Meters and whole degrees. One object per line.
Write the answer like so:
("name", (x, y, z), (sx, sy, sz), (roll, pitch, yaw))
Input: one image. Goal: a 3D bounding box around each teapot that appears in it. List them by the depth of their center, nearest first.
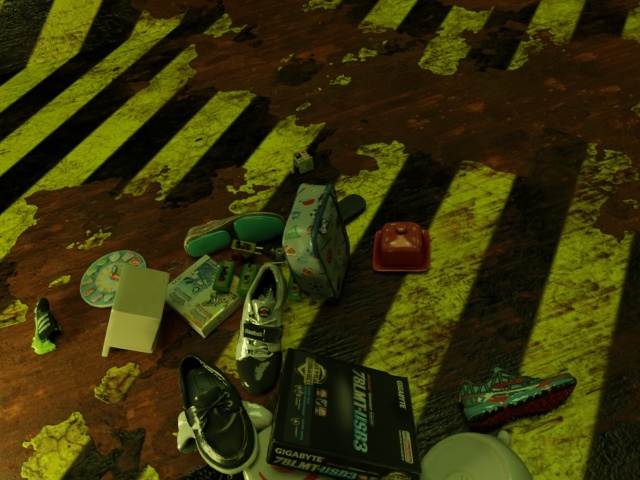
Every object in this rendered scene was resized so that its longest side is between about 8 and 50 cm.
("teapot", (0.312, 0.511, 1.103), (0.256, 0.187, 0.252), (-47, 32, 3))

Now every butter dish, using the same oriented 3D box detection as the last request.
("butter dish", (0.227, -0.001, 1.619), (0.160, 0.118, 0.159), (0, 49, 10))

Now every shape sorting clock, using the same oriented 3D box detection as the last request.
("shape sorting clock", (-0.619, 0.110, 1.723), (0.206, 0.040, 0.206), (-5, 47, 6))

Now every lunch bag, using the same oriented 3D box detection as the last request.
("lunch bag", (0.000, 0.000, 1.533), (0.115, 0.303, 0.243), (4, 48, 18))

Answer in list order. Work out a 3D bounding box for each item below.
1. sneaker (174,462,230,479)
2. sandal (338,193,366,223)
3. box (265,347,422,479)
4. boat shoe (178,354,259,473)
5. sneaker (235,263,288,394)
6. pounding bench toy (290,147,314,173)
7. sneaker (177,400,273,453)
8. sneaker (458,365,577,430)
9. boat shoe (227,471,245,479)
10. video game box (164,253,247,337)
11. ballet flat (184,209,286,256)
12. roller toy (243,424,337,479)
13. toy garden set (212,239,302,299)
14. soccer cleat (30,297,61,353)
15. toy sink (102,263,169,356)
("sneaker", (-0.265, 0.533, 1.239), (0.232, 0.090, 0.081), (-37, 52, -22))
("sandal", (0.035, -0.061, 1.761), (0.255, 0.054, 0.097), (-25, 55, -25))
("box", (0.051, 0.368, 1.214), (0.294, 0.073, 0.295), (13, 26, -3))
("boat shoe", (-0.234, 0.354, 1.246), (0.127, 0.113, 0.340), (-26, 30, -9))
("sneaker", (-0.151, 0.211, 1.440), (0.123, 0.146, 0.330), (2, 67, 1))
("pounding bench toy", (-0.073, -0.267, 1.959), (0.083, 0.052, 0.065), (-22, 48, -10))
("sneaker", (-0.218, 0.441, 1.314), (0.232, 0.090, 0.115), (-13, 39, 11))
("sneaker", (0.437, 0.326, 1.294), (0.262, 0.104, 0.125), (-14, 45, -3))
("boat shoe", (-0.173, 0.535, 1.230), (0.046, 0.038, 0.125), (11, 61, -23))
("video game box", (-0.325, 0.151, 1.629), (0.205, 0.048, 0.187), (30, 61, 31))
("ballet flat", (-0.263, -0.041, 1.759), (0.316, 0.107, 0.106), (-13, 34, -2))
("roller toy", (-0.063, 0.492, 1.202), (0.209, 0.146, 0.191), (8, 39, 13))
("toy garden set", (-0.163, 0.071, 1.636), (0.244, 0.049, 0.203), (6, 37, 3))
("soccer cleat", (-0.768, 0.238, 1.628), (0.072, 0.060, 0.178), (-8, 53, -10))
("toy sink", (-0.488, 0.201, 1.538), (0.131, 0.234, 0.152), (14, 44, -17))
